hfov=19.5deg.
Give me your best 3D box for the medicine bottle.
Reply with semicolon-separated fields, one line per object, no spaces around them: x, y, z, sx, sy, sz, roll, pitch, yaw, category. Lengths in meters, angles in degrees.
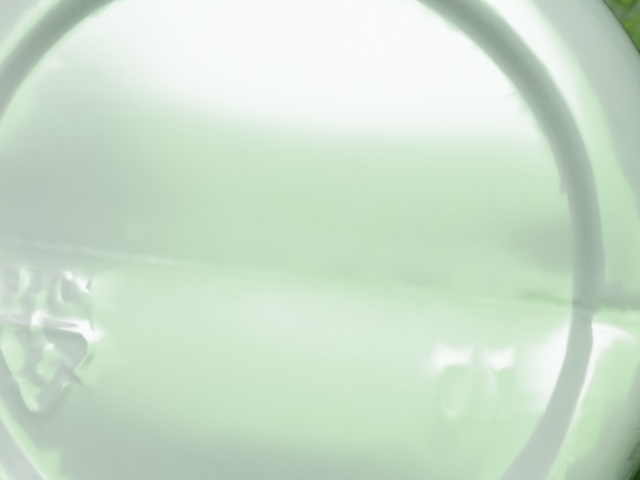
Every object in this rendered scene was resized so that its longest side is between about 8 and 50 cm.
0.000;0.000;0.652;0.252;0.241;0.252;1;94;8;medicine bottle
